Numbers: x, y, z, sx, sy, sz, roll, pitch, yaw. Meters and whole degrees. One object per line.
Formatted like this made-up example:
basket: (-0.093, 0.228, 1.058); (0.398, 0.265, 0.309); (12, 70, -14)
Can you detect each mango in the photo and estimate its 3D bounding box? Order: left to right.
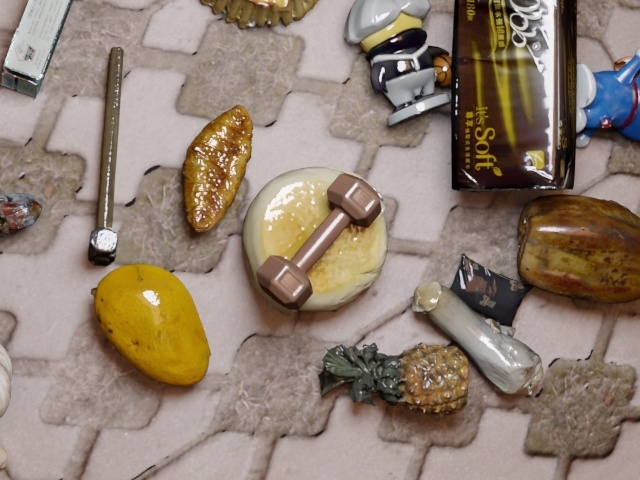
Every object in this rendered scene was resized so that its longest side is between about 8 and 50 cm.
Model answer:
mango: (-0.261, 0.135, 1.451); (0.147, 0.109, 0.227); (-43, 95, -16)

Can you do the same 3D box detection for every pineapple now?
pineapple: (0.122, 0.232, 1.528); (0.248, 0.128, 0.128); (4, 83, -7)

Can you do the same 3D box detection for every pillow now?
pillow: (0.297, 0.093, 1.615); (0.150, 0.048, 0.090); (25, 81, -10)

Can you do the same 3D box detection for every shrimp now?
shrimp: (-0.553, -0.024, 1.422); (0.233, 0.079, 0.090); (-17, 125, -12)

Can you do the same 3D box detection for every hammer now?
hammer: (-0.346, -0.144, 1.479); (0.044, 0.111, 0.365); (4, 76, -14)

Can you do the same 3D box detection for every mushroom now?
mushroom: (0.273, 0.170, 1.577); (0.278, 0.096, 0.099); (40, 108, -4)

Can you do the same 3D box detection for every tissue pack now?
tissue pack: (0.329, -0.267, 1.546); (0.198, 0.210, 0.369); (1, 94, 27)

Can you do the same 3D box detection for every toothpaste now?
toothpaste: (-0.439, -0.392, 1.483); (0.071, 0.089, 0.312); (20, 79, -17)

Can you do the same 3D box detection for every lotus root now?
lotus root: (0.484, 0.014, 1.614); (0.291, 0.193, 0.193); (11, 81, -9)

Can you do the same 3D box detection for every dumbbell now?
dumbbell: (0.000, 0.000, 1.406); (0.092, 0.082, 0.231); (43, 79, -11)

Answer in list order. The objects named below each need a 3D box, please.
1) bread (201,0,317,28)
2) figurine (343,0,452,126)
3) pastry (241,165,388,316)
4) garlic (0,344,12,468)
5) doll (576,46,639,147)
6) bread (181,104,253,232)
bread: (-0.095, -0.500, 1.545); (0.274, 0.149, 0.273); (0, 90, -15)
figurine: (0.145, -0.334, 1.588); (0.176, 0.133, 0.236); (-23, 92, -23)
pastry: (-0.008, 0.001, 1.512); (0.265, 0.133, 0.264); (1, 84, -13)
garlic: (-0.542, 0.270, 1.359); (0.199, 0.199, 0.225); (-26, 118, -14)
doll: (0.556, -0.259, 1.658); (0.257, 0.215, 0.161); (2, 49, -18)
bread: (-0.180, -0.120, 1.516); (0.105, 0.076, 0.232); (23, 72, -21)
